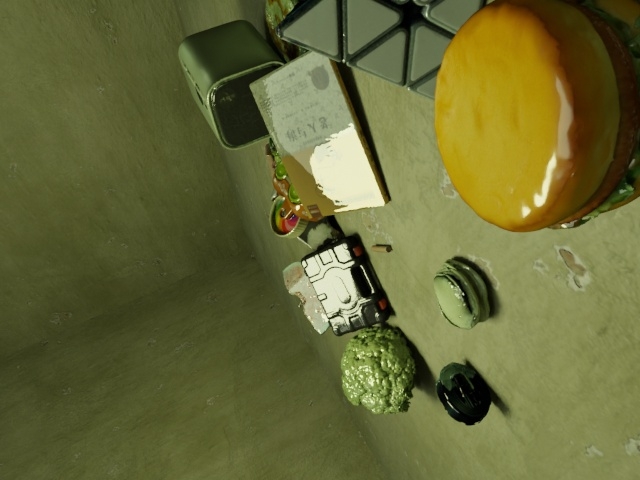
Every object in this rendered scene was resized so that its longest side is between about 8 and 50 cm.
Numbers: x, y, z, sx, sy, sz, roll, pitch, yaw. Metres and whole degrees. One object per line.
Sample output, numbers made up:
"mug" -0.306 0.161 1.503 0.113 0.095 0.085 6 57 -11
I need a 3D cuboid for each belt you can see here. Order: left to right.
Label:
"belt" 0.324 0.345 0.983 0.058 0.105 0.140 89 158 -46

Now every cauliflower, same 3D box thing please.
"cauliflower" 0.207 0.407 1.349 0.250 0.275 0.272 34 147 -32

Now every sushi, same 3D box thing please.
"sushi" 0.020 -0.004 1.475 0.273 0.134 0.109 47 -177 -1

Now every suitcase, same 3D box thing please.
"suitcase" 0.077 0.147 1.360 0.206 0.066 0.285 -25 90 30

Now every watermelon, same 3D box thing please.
"watermelon" -0.003 0.205 1.818 0.321 0.188 0.175 55 -153 13

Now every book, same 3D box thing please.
"book" -0.007 -0.243 1.060 0.269 0.032 0.388 -8 114 44

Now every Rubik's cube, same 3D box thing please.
"Rubik's cube" 0.106 -0.340 0.598 0.228 0.233 0.228 -10 -63 -69

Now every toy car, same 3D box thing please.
"toy car" -0.088 -0.116 1.368 0.235 0.145 0.235 -13 71 41

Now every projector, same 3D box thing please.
"projector" -0.242 -0.455 1.274 0.249 0.248 0.248 57 164 30

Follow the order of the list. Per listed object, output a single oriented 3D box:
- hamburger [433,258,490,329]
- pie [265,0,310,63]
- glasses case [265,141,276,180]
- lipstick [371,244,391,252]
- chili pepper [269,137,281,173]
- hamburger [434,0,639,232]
"hamburger" 0.278 0.109 0.863 0.133 0.062 0.140 32 146 65
"pie" -0.077 -0.538 1.068 0.240 0.054 0.240 58 165 26
"glasses case" -0.157 -0.271 1.657 0.102 0.070 0.193 -102 0 -46
"lipstick" 0.165 0.023 1.178 0.019 0.019 0.094 68 163 -8
"chili pepper" -0.110 -0.280 1.489 0.264 0.116 0.148 92 161 -57
"hamburger" 0.237 -0.133 0.439 0.246 0.170 0.246 168 90 -79
